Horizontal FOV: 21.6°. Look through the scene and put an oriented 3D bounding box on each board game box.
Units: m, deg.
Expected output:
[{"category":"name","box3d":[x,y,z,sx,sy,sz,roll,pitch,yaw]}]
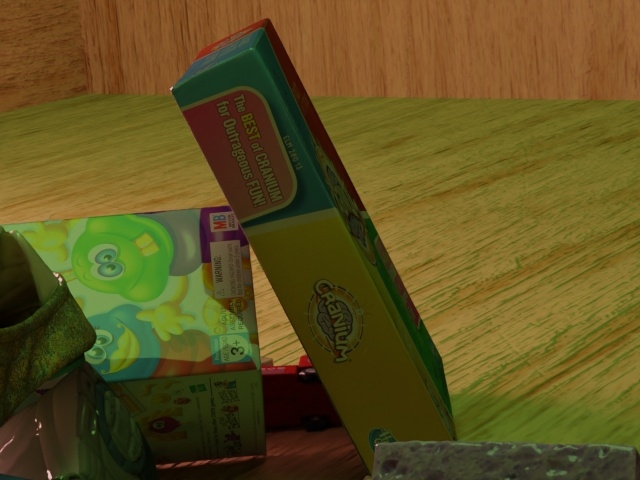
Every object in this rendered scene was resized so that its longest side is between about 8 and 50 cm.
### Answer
[{"category":"board game box","box3d":[0.000,0.000,1.236,0.064,0.317,0.242,-26,11,6]},{"category":"board game box","box3d":[-0.183,0.078,1.220,0.275,0.142,0.144,-5,-33,-4]}]

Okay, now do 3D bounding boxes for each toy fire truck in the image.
[{"category":"toy fire truck","box3d":[-0.072,0.115,1.360,0.192,0.047,0.135,-3,11,1]}]

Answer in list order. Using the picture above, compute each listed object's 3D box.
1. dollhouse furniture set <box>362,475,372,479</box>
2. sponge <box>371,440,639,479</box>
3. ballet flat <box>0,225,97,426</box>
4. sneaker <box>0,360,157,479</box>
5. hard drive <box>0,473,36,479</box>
[{"category":"dollhouse furniture set","box3d":[0.076,0.184,0.734,0.151,0.144,0.123,28,-2,-8]},{"category":"sponge","box3d":[0.071,0.185,0.688,0.117,0.210,0.031,-2,-26,18]},{"category":"ballet flat","box3d":[-0.205,0.048,0.960,0.123,0.123,0.348,-3,9,6]},{"category":"sneaker","box3d":[-0.170,0.185,0.998,0.129,0.111,0.297,-30,17,7]},{"category":"hard drive","box3d":[-0.193,0.202,0.810,0.318,0.040,0.210,4,44,33]}]
